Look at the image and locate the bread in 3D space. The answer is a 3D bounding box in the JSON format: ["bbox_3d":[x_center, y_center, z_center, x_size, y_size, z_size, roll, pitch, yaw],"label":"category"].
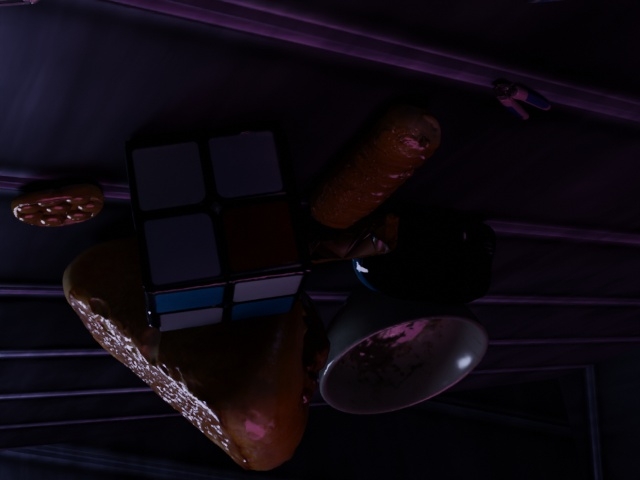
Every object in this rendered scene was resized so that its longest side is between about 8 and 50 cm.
[{"bbox_3d":[-0.307,-0.042,1.130,0.110,0.024,0.110,-9,164,-3],"label":"bread"}]

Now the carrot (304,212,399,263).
[{"bbox_3d":[0.000,0.001,1.336,0.229,0.068,0.069,-6,166,25],"label":"carrot"}]

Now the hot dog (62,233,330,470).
[{"bbox_3d":[-0.144,0.106,1.271,0.223,0.405,0.185,-46,146,-19],"label":"hot dog"}]

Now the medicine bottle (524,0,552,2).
[{"bbox_3d":[0.264,-0.235,0.825,0.191,0.051,0.051,-9,163,-12],"label":"medicine bottle"}]

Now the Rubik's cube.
[{"bbox_3d":[-0.117,-0.011,1.084,0.184,0.180,0.167,-6,161,-8],"label":"Rubik's cube"}]

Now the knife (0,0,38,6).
[{"bbox_3d":[-0.197,-0.193,0.726,0.184,0.026,0.022,-9,-158,-12],"label":"knife"}]

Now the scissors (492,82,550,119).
[{"bbox_3d":[0.224,-0.161,1.099,0.039,0.012,0.113,-22,159,31],"label":"scissors"}]

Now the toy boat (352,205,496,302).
[{"bbox_3d":[0.142,0.020,1.470,0.299,0.134,0.092,9,-177,-43],"label":"toy boat"}]

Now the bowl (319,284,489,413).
[{"bbox_3d":[0.120,0.153,1.601,0.289,0.146,0.289,-13,144,-9],"label":"bowl"}]

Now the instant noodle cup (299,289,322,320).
[{"bbox_3d":[-0.096,0.111,1.515,0.193,0.193,0.212,-11,155,-1],"label":"instant noodle cup"}]

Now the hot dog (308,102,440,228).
[{"bbox_3d":[0.060,-0.079,1.170,0.083,0.068,0.289,2,161,-19],"label":"hot dog"}]
